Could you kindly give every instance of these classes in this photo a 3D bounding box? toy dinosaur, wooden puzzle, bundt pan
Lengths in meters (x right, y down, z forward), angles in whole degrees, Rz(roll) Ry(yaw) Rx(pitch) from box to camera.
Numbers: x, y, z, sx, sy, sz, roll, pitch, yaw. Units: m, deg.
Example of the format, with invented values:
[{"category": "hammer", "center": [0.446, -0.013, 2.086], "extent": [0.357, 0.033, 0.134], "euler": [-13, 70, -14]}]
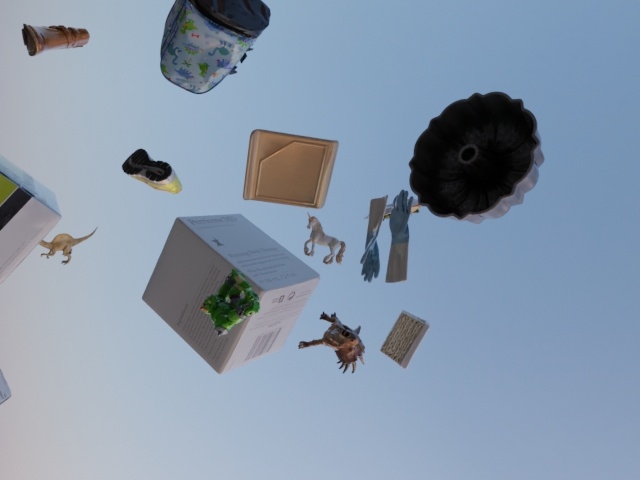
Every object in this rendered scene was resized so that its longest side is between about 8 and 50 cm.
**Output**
[{"category": "toy dinosaur", "center": [-0.709, 0.015, 1.488], "extent": [0.053, 0.183, 0.092], "euler": [44, -52, 34]}, {"category": "toy dinosaur", "center": [0.078, 0.306, 1.570], "extent": [0.200, 0.296, 0.127], "euler": [24, -89, 30]}, {"category": "wooden puzzle", "center": [-0.084, -0.194, 1.462], "extent": [0.044, 0.239, 0.220], "euler": [-100, -161, -51]}, {"category": "bundt pan", "center": [0.385, -0.184, 1.295], "extent": [0.331, 0.124, 0.330], "euler": [-20, -122, 36]}]

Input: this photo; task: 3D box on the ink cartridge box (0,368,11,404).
[{"category": "ink cartridge box", "center": [-0.936, 0.366, 1.388], "extent": [0.213, 0.093, 0.154], "euler": [-7, -71, 21]}]

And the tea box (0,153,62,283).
[{"category": "tea box", "center": [-0.841, -0.109, 1.289], "extent": [0.220, 0.323, 0.329], "euler": [-50, -149, -8]}]

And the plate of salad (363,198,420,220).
[{"category": "plate of salad", "center": [0.234, -0.090, 1.689], "extent": [0.200, 0.200, 0.048], "euler": [-10, -80, 53]}]

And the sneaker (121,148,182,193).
[{"category": "sneaker", "center": [-0.443, -0.172, 1.410], "extent": [0.209, 0.094, 0.081], "euler": [29, -105, 35]}]

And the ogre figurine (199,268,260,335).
[{"category": "ogre figurine", "center": [-0.202, 0.144, 1.206], "extent": [0.118, 0.097, 0.197], "euler": [-45, -133, -1]}]

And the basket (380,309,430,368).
[{"category": "basket", "center": [0.278, 0.322, 1.765], "extent": [0.103, 0.113, 0.167], "euler": [29, -87, 10]}]

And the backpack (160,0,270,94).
[{"category": "backpack", "center": [-0.375, -0.646, 1.716], "extent": [0.356, 0.290, 0.273], "euler": [-15, -118, 48]}]

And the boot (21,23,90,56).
[{"category": "boot", "center": [-0.663, -0.512, 1.349], "extent": [0.197, 0.153, 0.072], "euler": [41, -45, 49]}]

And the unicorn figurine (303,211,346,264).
[{"category": "unicorn figurine", "center": [0.000, 0.000, 1.520], "extent": [0.111, 0.162, 0.060], "euler": [-66, -159, -1]}]

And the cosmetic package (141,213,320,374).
[{"category": "cosmetic package", "center": [-0.289, 0.153, 1.731], "extent": [0.394, 0.329, 0.327], "euler": [37, -69, 22]}]

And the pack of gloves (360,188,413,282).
[{"category": "pack of gloves", "center": [0.148, -0.011, 1.310], "extent": [0.195, 0.046, 0.231], "euler": [-17, -117, 63]}]
